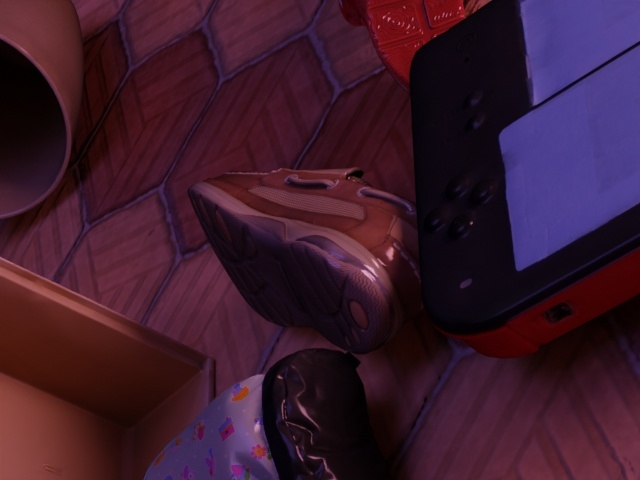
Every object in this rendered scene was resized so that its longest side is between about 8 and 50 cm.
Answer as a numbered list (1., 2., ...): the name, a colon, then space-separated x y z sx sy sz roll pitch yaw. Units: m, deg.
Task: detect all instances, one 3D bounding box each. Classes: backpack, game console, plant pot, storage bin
1. backpack: -0.043 0.174 1.167 0.182 0.115 0.152 -43 42 35
2. game console: 0.222 -0.119 1.086 0.386 0.060 0.342 -31 40 26
3. plant pot: -0.382 -0.201 1.895 0.256 0.256 0.274 -39 19 28
4. storage bin: -0.225 0.175 1.292 0.123 0.260 0.262 -41 35 32

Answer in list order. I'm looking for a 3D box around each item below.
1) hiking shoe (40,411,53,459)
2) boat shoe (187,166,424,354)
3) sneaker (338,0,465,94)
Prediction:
1. hiking shoe: -0.255 0.289 1.403 0.132 0.113 0.304 97 168 -58
2. boat shoe: 0.000 0.000 1.289 0.116 0.123 0.324 -33 29 -19
3. sneaker: 0.070 -0.199 1.406 0.087 0.128 0.221 -15 67 -3
